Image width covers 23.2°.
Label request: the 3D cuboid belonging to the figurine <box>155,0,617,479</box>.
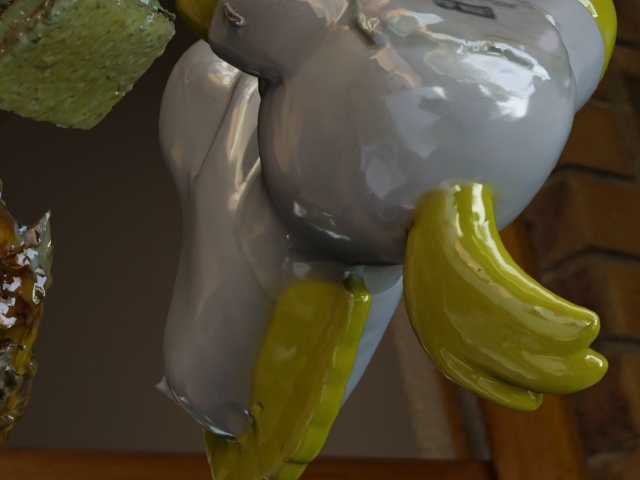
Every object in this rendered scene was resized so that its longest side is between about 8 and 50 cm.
[{"bbox_3d":[-0.002,-0.006,0.393,0.178,0.109,0.130,-34,-122,54],"label":"figurine"}]

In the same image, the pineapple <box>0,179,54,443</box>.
[{"bbox_3d":[-0.153,0.030,0.583,0.161,0.158,0.334,-39,-156,7],"label":"pineapple"}]

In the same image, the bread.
[{"bbox_3d":[-0.215,-0.176,1.273,0.138,0.196,0.102,-46,-106,14],"label":"bread"}]
